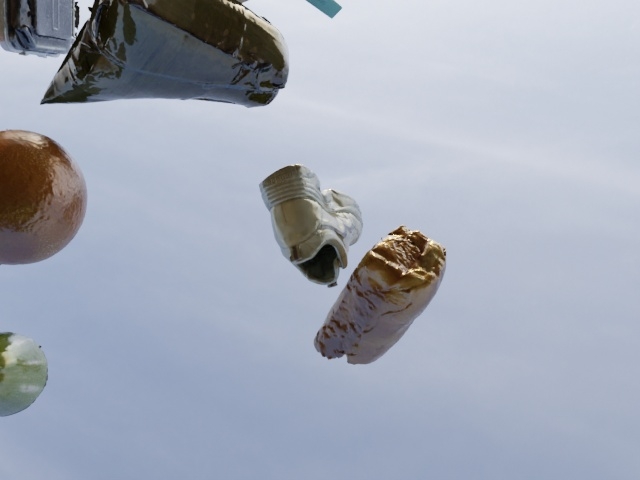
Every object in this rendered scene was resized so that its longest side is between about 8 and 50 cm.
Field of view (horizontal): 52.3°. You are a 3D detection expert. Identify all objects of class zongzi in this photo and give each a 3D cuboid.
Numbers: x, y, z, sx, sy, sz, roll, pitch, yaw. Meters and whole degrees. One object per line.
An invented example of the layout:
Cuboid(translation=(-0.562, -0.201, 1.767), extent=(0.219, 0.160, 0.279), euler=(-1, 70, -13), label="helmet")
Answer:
Cuboid(translation=(-0.276, -0.303, 1.195), extent=(0.393, 0.356, 0.174), euler=(-37, -134, 40), label="zongzi")

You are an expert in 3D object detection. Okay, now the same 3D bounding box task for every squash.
Cuboid(translation=(-0.376, 0.149, 0.737), extent=(0.105, 0.132, 0.105), euler=(2, -103, -10), label="squash")

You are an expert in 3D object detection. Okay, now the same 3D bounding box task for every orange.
Cuboid(translation=(-0.432, -0.063, 0.932), extent=(0.206, 0.206, 0.206), euler=(-6, -123, 10), label="orange")

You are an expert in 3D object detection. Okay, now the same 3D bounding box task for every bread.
Cuboid(translation=(0.125, 0.130, 1.329), extent=(0.149, 0.344, 0.195), euler=(40, -134, 12), label="bread")

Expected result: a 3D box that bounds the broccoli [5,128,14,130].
Cuboid(translation=(-0.654, -0.080, 1.339), extent=(0.260, 0.235, 0.288), euler=(29, -83, 38), label="broccoli")

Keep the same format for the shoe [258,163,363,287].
Cuboid(translation=(0.000, 0.000, 1.312), extent=(0.132, 0.342, 0.210), euler=(-20, -112, 20), label="shoe")

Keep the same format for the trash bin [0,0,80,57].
Cuboid(translation=(-0.782, -0.569, 1.530), extent=(0.368, 0.255, 0.296), euler=(6, -166, 6), label="trash bin")

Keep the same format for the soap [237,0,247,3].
Cuboid(translation=(-0.197, -0.608, 1.177), extent=(0.096, 0.204, 0.324), euler=(-17, -91, 8), label="soap")

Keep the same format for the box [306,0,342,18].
Cuboid(translation=(-0.052, -0.587, 1.388), extent=(0.041, 0.162, 0.229), euler=(-40, -125, 26), label="box")
